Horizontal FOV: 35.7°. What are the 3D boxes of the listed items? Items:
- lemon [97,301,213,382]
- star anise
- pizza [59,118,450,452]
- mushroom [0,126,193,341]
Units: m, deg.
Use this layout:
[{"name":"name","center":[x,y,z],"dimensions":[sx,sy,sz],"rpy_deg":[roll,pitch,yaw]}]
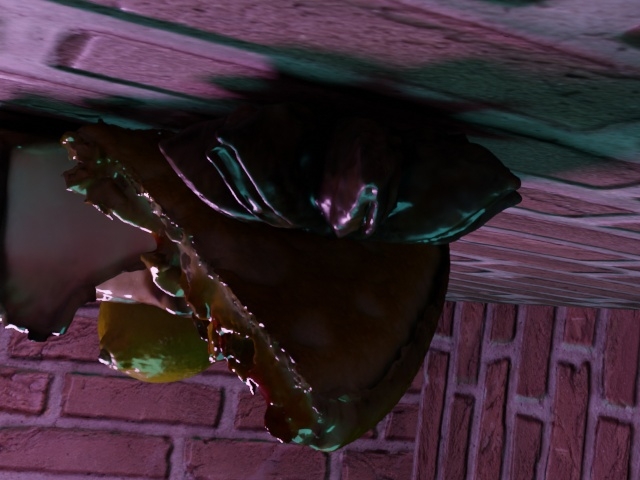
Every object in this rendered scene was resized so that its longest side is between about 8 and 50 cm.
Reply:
[{"name":"lemon","center":[-0.207,0.102,1.355],"dimensions":[0.184,0.184,0.248],"rpy_deg":[5,-158,26]},{"name":"star anise","center":[0.025,-0.052,0.834],"dimensions":[0.315,0.108,0.315],"rpy_deg":[3,-179,0]},{"name":"pizza","center":[-0.069,0.003,0.986],"dimensions":[0.406,0.130,0.440],"rpy_deg":[28,-149,2]},{"name":"mushroom","center":[-0.306,-0.031,1.217],"dimensions":[0.313,0.225,0.397],"rpy_deg":[-6,-170,-33]}]
